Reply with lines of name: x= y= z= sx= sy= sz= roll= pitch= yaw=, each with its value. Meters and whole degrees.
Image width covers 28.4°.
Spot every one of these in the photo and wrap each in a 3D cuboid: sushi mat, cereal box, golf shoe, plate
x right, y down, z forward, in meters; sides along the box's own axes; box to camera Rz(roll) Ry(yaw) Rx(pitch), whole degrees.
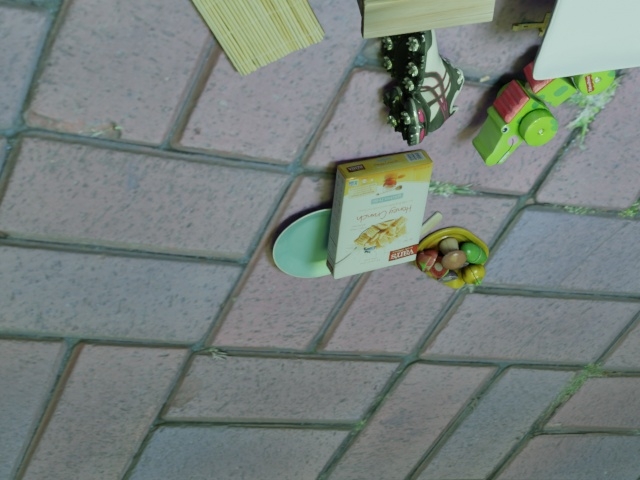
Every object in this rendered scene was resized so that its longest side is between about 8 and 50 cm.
sushi mat: x=-0.114 y=-0.374 z=1.863 sx=0.151 sy=0.019 sz=0.316 roll=-25 pitch=141 yaw=7
cereal box: x=0.104 y=-0.046 z=2.286 sx=0.173 sy=0.047 sz=0.240 roll=-13 pitch=134 yaw=-20
golf shoe: x=0.169 y=-0.278 z=2.051 sx=0.120 sy=0.105 sz=0.273 roll=-27 pitch=149 yaw=-16
plate: x=0.465 y=-0.385 z=1.953 sx=0.278 sy=0.045 sz=0.277 roll=-11 pitch=136 yaw=-24
plate: x=0.000 y=0.000 z=2.345 sx=0.188 sy=0.024 sz=0.188 roll=-12 pitch=140 yaw=-11

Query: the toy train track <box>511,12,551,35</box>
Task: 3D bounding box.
toy train track: x=0.357 y=-0.352 z=2.091 sx=0.083 sy=0.014 sz=0.048 roll=-5 pitch=139 yaw=-16

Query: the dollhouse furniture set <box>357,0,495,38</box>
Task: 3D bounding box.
dollhouse furniture set: x=0.110 y=-0.478 z=1.520 sx=0.362 sy=0.256 sz=0.394 roll=-9 pitch=145 yaw=-7

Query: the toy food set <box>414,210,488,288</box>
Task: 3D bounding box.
toy food set: x=0.254 y=0.043 z=2.464 sx=0.128 sy=0.071 sz=0.218 roll=-37 pitch=138 yaw=20

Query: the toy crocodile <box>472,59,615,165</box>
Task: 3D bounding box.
toy crocodile: x=0.379 y=-0.263 z=2.126 sx=0.105 sy=0.115 sz=0.340 roll=23 pitch=123 yaw=-39
